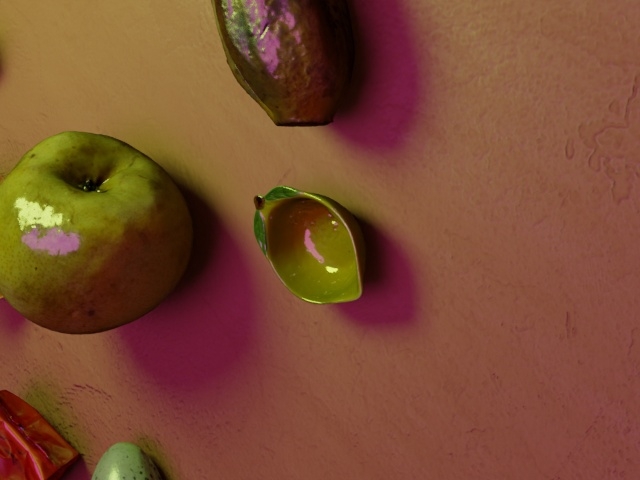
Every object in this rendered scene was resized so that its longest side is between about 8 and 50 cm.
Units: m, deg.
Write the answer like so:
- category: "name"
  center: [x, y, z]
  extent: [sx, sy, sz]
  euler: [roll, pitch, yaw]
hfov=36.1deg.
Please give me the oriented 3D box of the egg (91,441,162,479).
- category: "egg"
  center: [-0.315, 0.413, 1.604]
  extent: [0.131, 0.131, 0.164]
  euler: [-5, 88, 34]

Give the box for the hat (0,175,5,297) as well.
- category: "hat"
  center: [-0.646, -0.033, 1.758]
  extent: [0.233, 0.244, 0.233]
  euler: [-57, 31, -3]

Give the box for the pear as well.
- category: "pear"
  center: [-0.350, 0.002, 1.461]
  extent: [0.304, 0.304, 0.304]
  euler: [6, 102, 33]

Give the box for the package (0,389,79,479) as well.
- category: "package"
  center: [-0.610, 0.442, 1.785]
  extent: [0.196, 0.123, 0.423]
  euler: [44, 120, 4]

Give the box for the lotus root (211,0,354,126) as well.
- category: "lotus root"
  center: [-0.057, -0.281, 1.283]
  extent: [0.193, 0.193, 0.291]
  euler: [-19, 91, 35]

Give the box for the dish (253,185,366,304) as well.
- category: "dish"
  center: [0.000, 0.000, 1.349]
  extent: [0.208, 0.080, 0.149]
  euler: [46, 123, 18]
